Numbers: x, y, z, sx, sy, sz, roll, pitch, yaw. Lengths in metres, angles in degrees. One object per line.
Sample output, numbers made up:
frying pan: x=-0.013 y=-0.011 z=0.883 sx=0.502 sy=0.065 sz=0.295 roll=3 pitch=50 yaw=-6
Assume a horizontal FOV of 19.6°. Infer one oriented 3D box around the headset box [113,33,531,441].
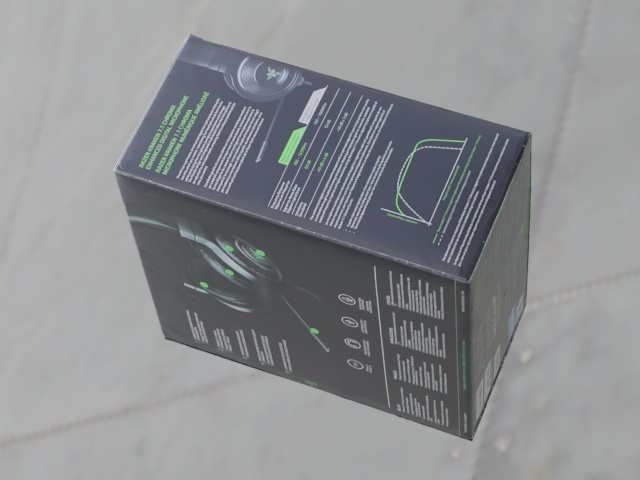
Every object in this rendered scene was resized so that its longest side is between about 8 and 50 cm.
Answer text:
headset box: x=0.000 y=0.000 z=1.359 sx=0.283 sy=0.246 sz=0.131 roll=17 pitch=61 yaw=16
